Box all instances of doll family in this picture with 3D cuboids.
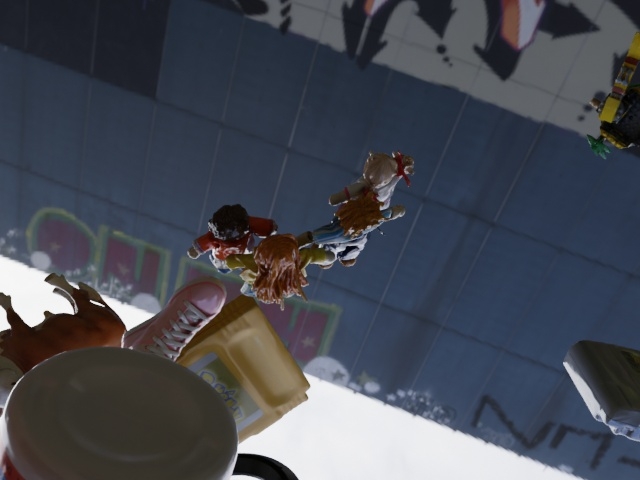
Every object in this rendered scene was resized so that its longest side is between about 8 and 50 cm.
[{"bbox_3d":[0.000,0.000,0.793,0.263,0.163,0.118,-22,-105,-12],"label":"doll family"}]

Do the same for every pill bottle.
[{"bbox_3d":[-0.135,0.183,0.437,0.124,0.221,0.124,18,-158,-8],"label":"pill bottle"}]

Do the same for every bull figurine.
[{"bbox_3d":[-0.458,0.165,1.250,0.188,0.101,0.310,50,-151,10],"label":"bull figurine"}]

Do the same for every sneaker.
[{"bbox_3d":[-0.148,0.097,0.767,0.051,0.134,0.070,46,-165,-31],"label":"sneaker"}]

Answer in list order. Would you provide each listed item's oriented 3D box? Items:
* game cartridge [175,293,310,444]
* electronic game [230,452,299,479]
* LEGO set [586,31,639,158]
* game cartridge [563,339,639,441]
[{"bbox_3d":[-0.193,0.261,1.246,0.324,0.285,0.052,-32,-136,-4],"label":"game cartridge"},{"bbox_3d":[-0.138,0.415,1.186,0.229,0.048,0.229,-3,-153,1],"label":"electronic game"},{"bbox_3d":[0.393,-0.143,0.654,0.255,0.331,0.192,50,-146,10],"label":"LEGO set"},{"bbox_3d":[0.514,0.237,1.110,0.294,0.060,0.196,17,-161,-10],"label":"game cartridge"}]
